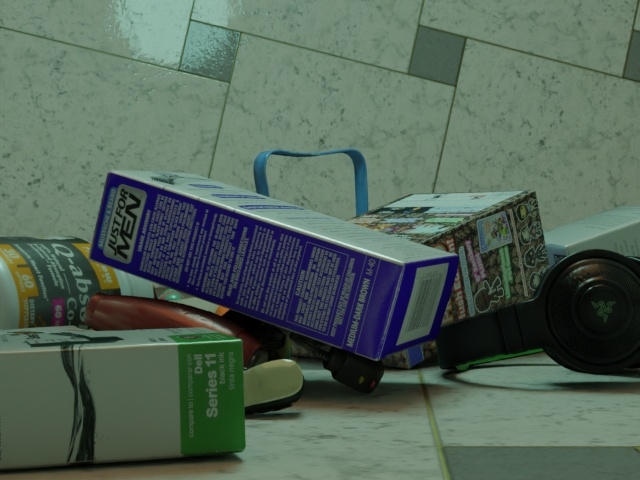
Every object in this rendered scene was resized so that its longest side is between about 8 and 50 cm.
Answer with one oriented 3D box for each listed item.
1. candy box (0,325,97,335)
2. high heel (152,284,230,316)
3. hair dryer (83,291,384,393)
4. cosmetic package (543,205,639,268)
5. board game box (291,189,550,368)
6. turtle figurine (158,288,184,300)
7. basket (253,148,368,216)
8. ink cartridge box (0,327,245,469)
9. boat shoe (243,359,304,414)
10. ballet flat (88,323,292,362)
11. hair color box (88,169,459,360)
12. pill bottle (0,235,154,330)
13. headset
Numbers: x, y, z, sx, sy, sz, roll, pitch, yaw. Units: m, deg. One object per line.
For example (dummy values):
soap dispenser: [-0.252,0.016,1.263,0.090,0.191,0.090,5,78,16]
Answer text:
candy box: [-0.293,0.122,1.126,0.196,0.070,0.165,-1,1,-30]
high heel: [-0.162,0.129,1.662,0.244,0.082,0.117,10,-37,13]
hair dryer: [-0.098,0.105,1.258,0.293,0.080,0.223,13,7,-22]
cosmetic package: [0.406,0.047,1.731,0.184,0.151,0.151,-18,7,-14]
board game box: [0.115,0.042,1.589,0.291,0.141,0.232,-22,15,-38]
turtle figurine: [-0.223,0.091,1.800,0.175,0.118,0.234,17,-19,-9]
basket: [0.000,0.000,1.917,0.201,0.289,0.255,-10,-1,41]
ink cartridge box: [-0.174,0.115,0.923,0.208,0.087,0.153,-1,0,-17]
boat shoe: [-0.080,0.136,1.095,0.133,0.049,0.042,-7,-27,-2]
ballet flat: [-0.146,0.118,1.350,0.232,0.080,0.073,-2,20,-5]
hair color box: [-0.047,0.019,1.286,0.339,0.110,0.185,19,9,22]
pill bottle: [-0.325,0.074,1.407,0.162,0.162,0.278,0,1,29]
headset: [0.321,0.105,1.332,0.394,0.185,0.243,-17,-10,24]
